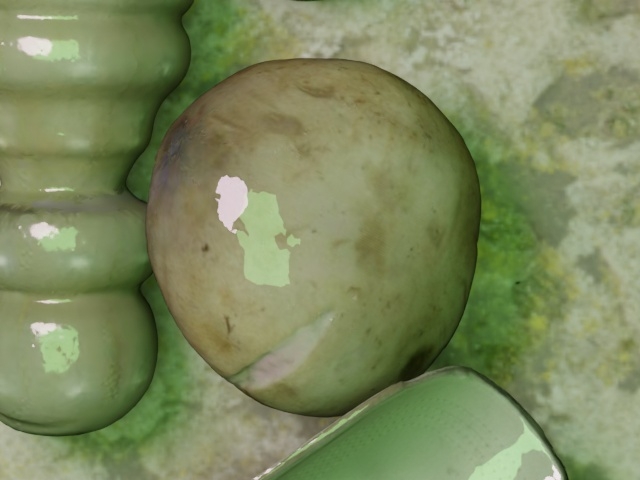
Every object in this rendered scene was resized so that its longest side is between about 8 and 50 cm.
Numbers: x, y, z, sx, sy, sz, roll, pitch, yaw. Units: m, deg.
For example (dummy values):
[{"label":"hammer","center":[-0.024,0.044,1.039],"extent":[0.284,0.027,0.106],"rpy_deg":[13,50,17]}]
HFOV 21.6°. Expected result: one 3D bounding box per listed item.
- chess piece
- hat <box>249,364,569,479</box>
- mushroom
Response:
[{"label":"chess piece","center":[-0.176,-0.031,1.163],"extent":[0.182,0.182,0.330],"rpy_deg":[1,95,4]},{"label":"hat","center":[0.019,0.207,1.133],"extent":[0.301,0.168,0.258],"rpy_deg":[-44,106,2]},{"label":"mushroom","center":[0.000,0.000,1.131],"extent":[0.184,0.254,0.255],"rpy_deg":[-7,88,47]}]
